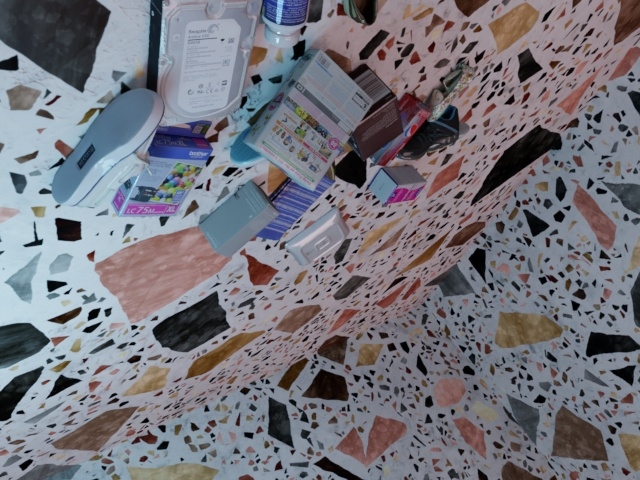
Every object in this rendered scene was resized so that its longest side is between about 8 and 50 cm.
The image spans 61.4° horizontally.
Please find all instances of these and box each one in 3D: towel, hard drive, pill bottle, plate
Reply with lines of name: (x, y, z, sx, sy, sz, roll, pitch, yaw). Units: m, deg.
towel: (-0.112, -0.126, 1.968, 0.336, 0.040, 0.243, -44, 155, 16)
hard drive: (-0.269, -0.419, 1.223, 0.237, 0.064, 0.339, -19, 149, -34)
pill bottle: (-0.078, -0.537, 1.205, 0.112, 0.112, 0.187, -24, 152, -26)
plate: (0.000, 0.000, 2.328, 0.278, 0.045, 0.277, -36, 156, -1)

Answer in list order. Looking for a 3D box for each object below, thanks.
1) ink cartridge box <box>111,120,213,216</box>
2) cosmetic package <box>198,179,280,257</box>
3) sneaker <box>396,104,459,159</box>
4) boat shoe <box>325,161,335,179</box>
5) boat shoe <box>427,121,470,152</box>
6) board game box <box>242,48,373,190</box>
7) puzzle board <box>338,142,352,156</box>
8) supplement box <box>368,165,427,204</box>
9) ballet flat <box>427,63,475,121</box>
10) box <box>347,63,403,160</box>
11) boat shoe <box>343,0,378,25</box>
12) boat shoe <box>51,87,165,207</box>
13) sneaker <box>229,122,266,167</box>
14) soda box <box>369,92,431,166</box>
ink cartridge box: (-0.414, -0.188, 1.442, 0.185, 0.065, 0.311, -5, 139, -50)
cosmetic package: (-0.266, -0.068, 1.766, 0.238, 0.127, 0.107, -41, 156, 4)
sneaker: (0.396, -0.416, 2.066, 0.340, 0.125, 0.140, -29, 136, -26)
boat shoe: (0.017, -0.270, 1.868, 0.060, 0.064, 0.178, -3, 153, 10)
boat shoe: (0.513, -0.426, 2.224, 0.219, 0.078, 0.070, -22, 152, -12)
board game box: (-0.029, -0.323, 1.458, 0.224, 0.097, 0.303, 36, 87, -32)
puzzle board: (0.090, -0.340, 1.890, 0.128, 0.011, 0.096, -28, 155, -17)
supplement box: (0.327, -0.235, 2.263, 0.220, 0.114, 0.111, -13, 146, -44)
ballet flat: (0.456, -0.543, 1.955, 0.077, 0.091, 0.241, 32, 107, -32)
box: (0.136, -0.393, 1.668, 0.167, 0.168, 0.203, -37, 155, -1)
boat shoe: (0.101, -0.629, 1.296, 0.095, 0.095, 0.257, -36, 155, -3)
boat shoe: (-0.461, -0.198, 1.272, 0.367, 0.136, 0.156, -42, 155, 19)
sneaker: (-0.106, -0.278, 1.607, 0.319, 0.127, 0.208, -33, 154, -6)
soda box: (0.272, -0.393, 1.936, 0.083, 0.092, 0.263, -1, 138, -51)
